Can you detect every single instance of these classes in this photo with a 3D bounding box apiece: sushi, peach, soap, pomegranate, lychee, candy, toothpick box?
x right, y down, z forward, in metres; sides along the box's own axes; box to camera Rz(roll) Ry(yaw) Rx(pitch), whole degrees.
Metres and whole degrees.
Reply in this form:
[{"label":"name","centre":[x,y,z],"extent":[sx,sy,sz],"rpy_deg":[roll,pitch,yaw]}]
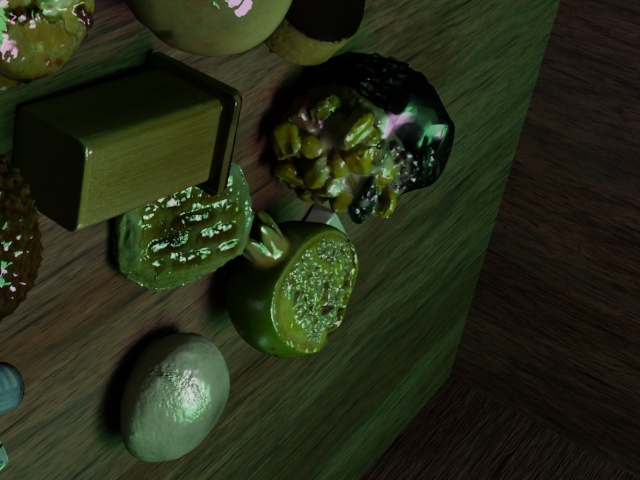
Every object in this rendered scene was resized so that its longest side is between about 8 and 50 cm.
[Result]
[{"label":"sushi","centre":[0.076,-0.188,2.263],"extent":[0.285,0.328,0.328],"rpy_deg":[-52,161,-38]},{"label":"peach","centre":[-0.156,-0.406,1.573],"extent":[0.292,0.247,0.292],"rpy_deg":[-59,167,-23]},{"label":"soap","centre":[0.000,0.000,2.643],"extent":[0.121,0.064,0.183],"rpy_deg":[-56,157,-11]},{"label":"pomegranate","centre":[-0.095,0.072,2.350],"extent":[0.310,0.216,0.358],"rpy_deg":[-54,126,-22]},{"label":"lychee","centre":[-0.467,-0.011,1.350],"extent":[0.267,0.267,0.267],"rpy_deg":[-48,154,-33]},{"label":"candy","centre":[-0.287,0.320,2.207],"extent":[0.295,0.185,0.295],"rpy_deg":[-54,157,-35]},{"label":"toothpick box","centre":[-0.296,-0.145,1.666],"extent":[0.308,0.190,0.187],"rpy_deg":[-28,142,-49]}]

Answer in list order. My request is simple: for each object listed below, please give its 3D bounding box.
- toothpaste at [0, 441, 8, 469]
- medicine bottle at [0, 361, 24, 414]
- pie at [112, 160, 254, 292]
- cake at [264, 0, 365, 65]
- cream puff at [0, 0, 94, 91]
[{"label":"toothpaste","centre":[-0.631,0.421,1.686],"extent":[0.336,0.081,0.067],"rpy_deg":[-47,150,-36]},{"label":"medicine bottle","centre":[-0.544,0.242,1.670],"extent":[0.203,0.083,0.083],"rpy_deg":[-15,129,-64]},{"label":"pie","centre":[-0.242,-0.031,1.962],"extent":[0.306,0.071,0.306],"rpy_deg":[-24,132,-29]},{"label":"cake","centre":[-0.037,-0.408,1.971],"extent":[0.178,0.185,0.208],"rpy_deg":[-17,-121,60]},{"label":"cream puff","centre":[-0.377,-0.299,1.327],"extent":[0.240,0.164,0.240],"rpy_deg":[11,90,-71]}]
